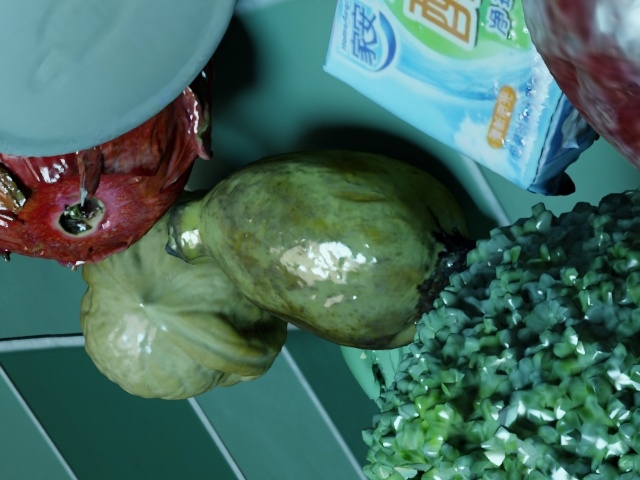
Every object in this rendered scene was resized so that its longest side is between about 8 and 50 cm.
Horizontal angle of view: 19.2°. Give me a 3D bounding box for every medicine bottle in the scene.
[{"bbox_3d":[-0.216,-0.233,1.083,0.384,0.224,0.224,51,154,35],"label":"medicine bottle"}]

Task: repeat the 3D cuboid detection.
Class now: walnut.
[{"bbox_3d":[-0.097,0.040,1.361,0.155,0.184,0.155,1,92,19],"label":"walnut"}]

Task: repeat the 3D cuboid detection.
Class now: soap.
[{"bbox_3d":[0.096,-0.164,0.963,0.156,0.077,0.293,31,128,26],"label":"soap"}]

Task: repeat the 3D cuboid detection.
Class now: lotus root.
[{"bbox_3d":[0.000,0.000,1.237,0.214,0.138,0.138,12,137,13],"label":"lotus root"}]

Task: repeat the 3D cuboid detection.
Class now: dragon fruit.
[{"bbox_3d":[-0.181,-0.107,1.265,0.241,0.252,0.241,4,162,1],"label":"dragon fruit"}]

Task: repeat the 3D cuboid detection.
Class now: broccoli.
[{"bbox_3d":[0.208,0.089,0.974,0.302,0.375,0.249,79,-178,-65],"label":"broccoli"}]

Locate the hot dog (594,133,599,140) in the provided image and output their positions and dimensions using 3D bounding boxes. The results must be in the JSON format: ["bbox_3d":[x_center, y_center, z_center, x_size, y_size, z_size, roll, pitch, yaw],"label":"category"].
[{"bbox_3d":[0.153,-0.088,1.045,0.188,0.055,0.072,30,145,25],"label":"hot dog"}]

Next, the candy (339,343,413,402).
[{"bbox_3d":[0.144,0.191,1.294,0.398,0.172,0.263,37,142,55],"label":"candy"}]

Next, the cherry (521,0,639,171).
[{"bbox_3d":[0.209,-0.110,0.804,0.300,0.230,0.203,55,-168,-29],"label":"cherry"}]
